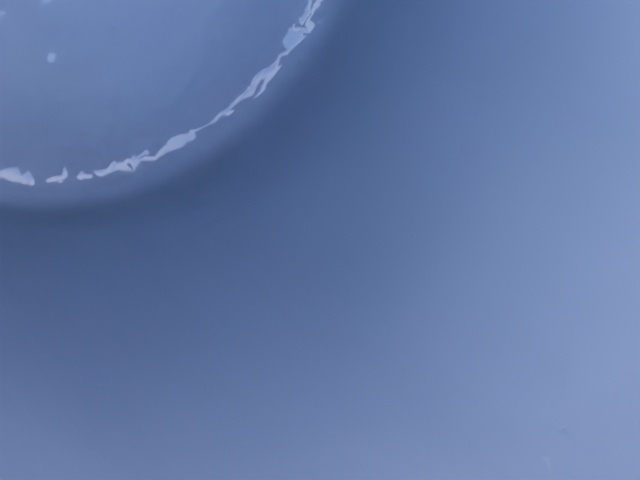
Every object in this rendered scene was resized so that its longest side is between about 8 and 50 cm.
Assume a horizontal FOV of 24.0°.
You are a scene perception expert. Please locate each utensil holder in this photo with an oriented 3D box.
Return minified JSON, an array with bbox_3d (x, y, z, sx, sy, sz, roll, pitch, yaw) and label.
[{"bbox_3d":[-0.021,-0.081,0.459,0.327,0.385,0.328,-11,116,-24],"label":"utensil holder"}]
